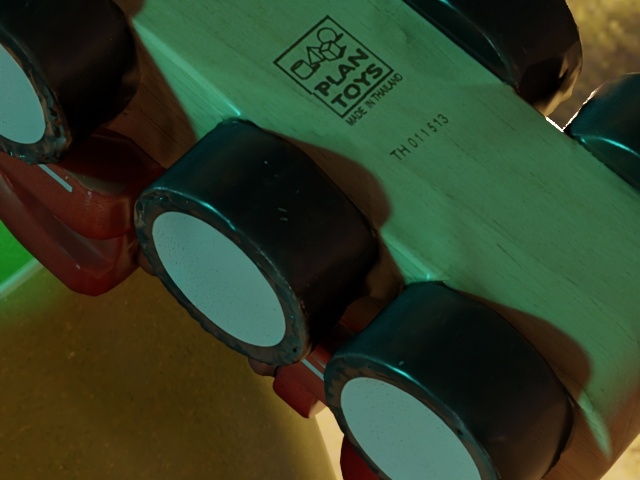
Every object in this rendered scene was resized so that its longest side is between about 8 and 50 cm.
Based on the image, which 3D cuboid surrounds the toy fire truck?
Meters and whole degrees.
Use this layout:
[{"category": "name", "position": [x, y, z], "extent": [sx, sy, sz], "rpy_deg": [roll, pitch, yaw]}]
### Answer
[{"category": "toy fire truck", "position": [0.000, 0.000, 0.557], "extent": [0.217, 0.158, 0.246], "rpy_deg": [40, -29, 10]}]

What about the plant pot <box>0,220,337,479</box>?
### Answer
[{"category": "plant pot", "position": [-0.092, 0.140, 0.719], "extent": [0.275, 0.293, 0.275], "rpy_deg": [-31, 15, 9]}]
